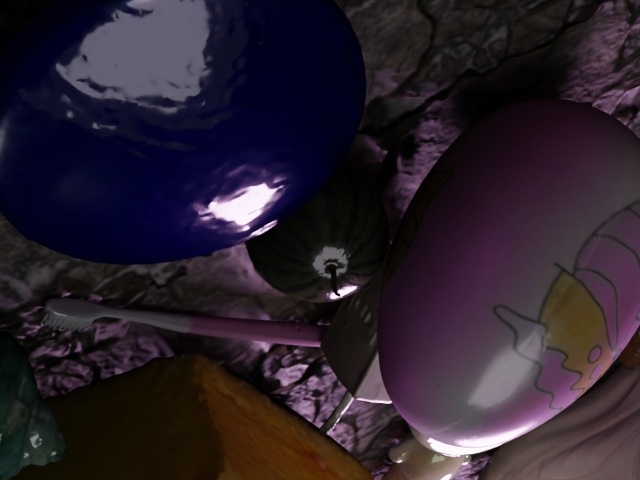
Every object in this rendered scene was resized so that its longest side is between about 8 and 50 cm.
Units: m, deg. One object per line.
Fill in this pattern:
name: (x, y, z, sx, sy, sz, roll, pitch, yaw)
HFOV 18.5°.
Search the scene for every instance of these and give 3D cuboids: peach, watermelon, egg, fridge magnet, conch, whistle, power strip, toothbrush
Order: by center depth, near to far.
fridge magnet: (-0.099, -0.087, 1.303, 0.265, 0.112, 0.265, -12, 140, -10)
watermelon: (0.000, 0.000, 1.430, 0.105, 0.133, 0.105, -8, 124, -12)
conch: (-0.284, 0.112, 1.430, 0.202, 0.134, 0.196, 11, 132, -32)
egg: (0.146, 0.023, 1.431, 0.196, 0.271, 0.196, 19, 151, 11)
toothbrush: (-0.087, 0.069, 1.557, 0.286, 0.020, 0.025, 7, 139, -29)
power strip: (0.039, 0.084, 1.562, 0.042, 0.075, 0.175, 10, 118, -33)
peach: (-0.132, 0.260, 1.585, 0.380, 0.242, 0.306, -19, 136, -3)
whistle: (0.113, 0.169, 1.724, 0.126, 0.067, 0.258, 7, 135, -29)

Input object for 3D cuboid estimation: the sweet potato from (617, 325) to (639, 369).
sweet potato: (0.321, 0.026, 1.668, 0.050, 0.050, 0.214, 22, 118, -40)

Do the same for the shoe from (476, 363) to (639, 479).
shoe: (0.282, 0.210, 1.774, 0.124, 0.159, 0.316, 23, 121, -41)
